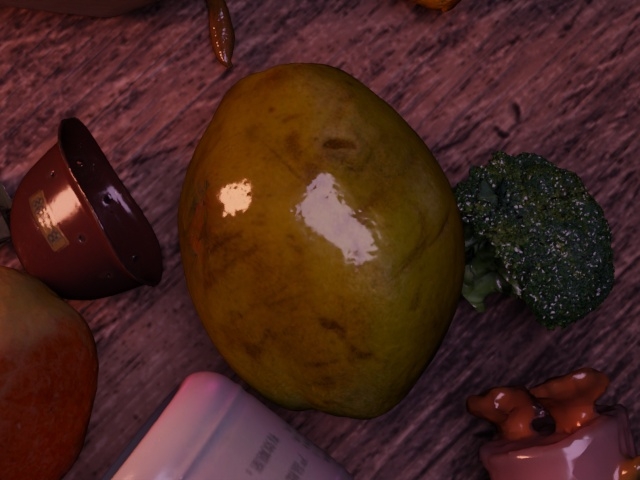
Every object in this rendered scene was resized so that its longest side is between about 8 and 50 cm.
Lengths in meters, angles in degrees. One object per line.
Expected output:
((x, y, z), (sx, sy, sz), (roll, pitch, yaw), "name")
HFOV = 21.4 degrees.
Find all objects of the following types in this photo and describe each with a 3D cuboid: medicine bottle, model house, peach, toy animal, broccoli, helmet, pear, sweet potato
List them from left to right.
((-0.319, -0.025, 1.565), (0.058, 0.057, 0.083), (-27, 90, 28), "model house")
((-0.301, 0.126, 1.477), (0.232, 0.257, 0.232), (4, 98, 25), "peach")
((-0.230, -0.016, 1.544), (0.106, 0.155, 0.175), (-25, 83, 10), "helmet")
((-0.100, -0.219, 1.640), (0.026, 0.026, 0.115), (-12, 80, -10), "sweet potato")
((-0.059, 0.288, 1.473), (0.302, 0.241, 0.241), (38, 79, -3), "medicine bottle")
((0.000, 0.000, 1.508), (0.269, 0.269, 0.321), (-9, 99, -10), "pear")
((0.193, 0.003, 1.594), (0.156, 0.195, 0.195), (-28, 88, 9), "broccoli")
((0.237, 0.264, 1.572), (0.169, 0.195, 0.281), (0, 76, -49), "toy animal")

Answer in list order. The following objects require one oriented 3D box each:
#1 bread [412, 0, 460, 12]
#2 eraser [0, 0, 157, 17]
((0.136, -0.341, 1.657), (0.094, 0.102, 0.245), (16, 79, -1), "bread")
((-0.299, -0.325, 1.498), (0.331, 0.150, 0.331), (3, 85, -34), "eraser")
